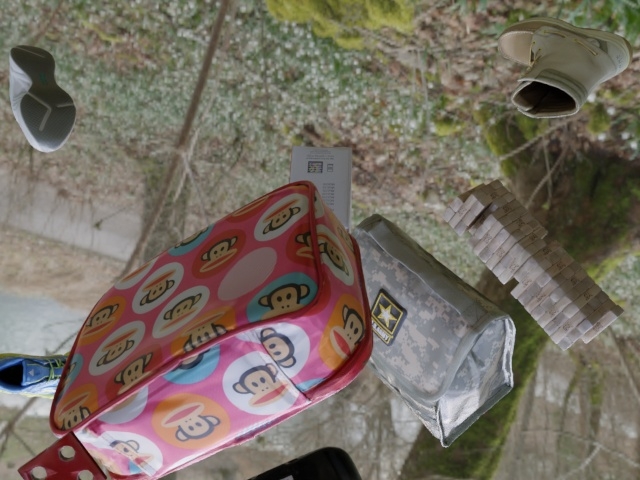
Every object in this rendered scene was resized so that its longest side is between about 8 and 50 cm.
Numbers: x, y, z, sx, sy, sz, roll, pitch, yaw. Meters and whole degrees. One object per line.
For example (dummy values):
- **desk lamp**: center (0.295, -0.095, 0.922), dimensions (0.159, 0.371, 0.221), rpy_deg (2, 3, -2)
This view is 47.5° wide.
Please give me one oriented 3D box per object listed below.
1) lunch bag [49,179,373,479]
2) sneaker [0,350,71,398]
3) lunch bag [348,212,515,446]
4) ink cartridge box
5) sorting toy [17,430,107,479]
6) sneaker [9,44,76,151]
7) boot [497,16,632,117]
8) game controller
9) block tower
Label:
- **lunch bag**: center (-0.101, 0.068, 0.691), dimensions (0.293, 0.258, 0.120), rpy_deg (-28, 122, 15)
- **sneaker**: center (-0.489, 0.250, 1.317), dimensions (0.240, 0.091, 0.126), rpy_deg (2, 176, -20)
- **lunch bag**: center (0.140, 0.118, 1.015), dimensions (0.169, 0.235, 0.287), rpy_deg (-37, 145, -14)
- **ink cartridge box**: center (0.000, 0.000, 1.545), dimensions (0.130, 0.272, 0.309), rpy_deg (2, 148, 3)
- **sorting toy**: center (-0.246, 0.257, 0.506), dimensions (0.274, 0.132, 0.046), rpy_deg (-32, -174, -9)
- **sneaker**: center (-0.283, -0.133, 0.734), dimensions (0.053, 0.152, 0.061), rpy_deg (0, 134, -32)
- **boot**: center (0.325, -0.256, 1.079), dimensions (0.213, 0.165, 0.077), rpy_deg (25, 145, 40)
- **game controller**: center (-0.051, 0.452, 1.186), dimensions (0.319, 0.166, 0.067), rpy_deg (-12, 147, -37)
- **block tower**: center (0.369, 0.038, 1.284), dimensions (0.097, 0.335, 0.091), rpy_deg (-27, 158, -39)
